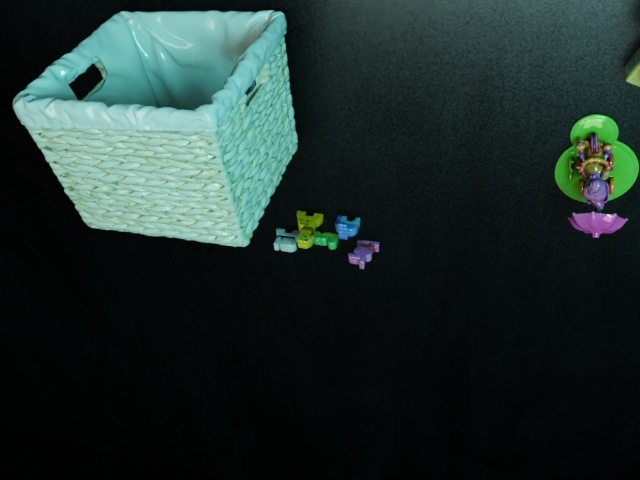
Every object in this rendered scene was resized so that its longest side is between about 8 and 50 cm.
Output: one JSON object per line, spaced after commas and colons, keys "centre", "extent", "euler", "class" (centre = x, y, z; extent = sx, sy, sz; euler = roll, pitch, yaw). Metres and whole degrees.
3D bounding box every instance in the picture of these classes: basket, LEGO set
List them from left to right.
{"centre": [-0.238, -0.193, 1.011], "extent": [0.331, 0.328, 0.267], "euler": [7, 134, 15], "class": "basket"}
{"centre": [0.000, 0.000, 1.252], "extent": [0.227, 0.093, 0.087], "euler": [7, 132, 15], "class": "LEGO set"}

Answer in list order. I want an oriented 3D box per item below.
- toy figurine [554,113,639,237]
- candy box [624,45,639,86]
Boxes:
{"centre": [0.437, -0.085, 0.964], "extent": [0.130, 0.159, 0.173], "euler": [-2, 128, 22], "class": "toy figurine"}
{"centre": [0.520, -0.281, 0.832], "extent": [0.109, 0.053, 0.187], "euler": [24, 133, 0], "class": "candy box"}
